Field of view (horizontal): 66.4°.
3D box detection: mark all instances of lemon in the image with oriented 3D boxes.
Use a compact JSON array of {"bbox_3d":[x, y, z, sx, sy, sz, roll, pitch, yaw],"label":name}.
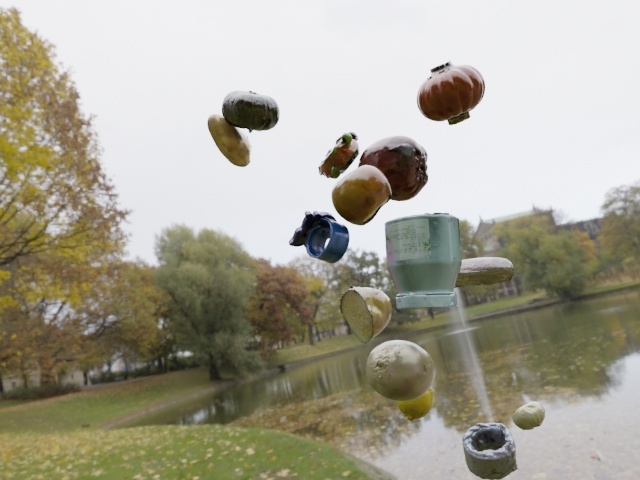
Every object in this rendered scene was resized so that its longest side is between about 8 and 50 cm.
[{"bbox_3d":[0.454,0.764,2.350,0.173,0.206,0.173,23,-30,14],"label":"lemon"}]

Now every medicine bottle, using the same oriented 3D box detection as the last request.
[{"bbox_3d":[0.337,0.076,1.585,0.245,0.290,0.245,-3,-10,-1],"label":"medicine bottle"}]

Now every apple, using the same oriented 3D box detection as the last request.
[{"bbox_3d":[0.162,-0.172,1.912,0.237,0.207,0.237,-38,7,5],"label":"apple"}]

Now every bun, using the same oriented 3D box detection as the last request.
[{"bbox_3d":[0.722,0.609,1.683,0.115,0.069,0.115,-15,-45,-16],"label":"bun"}]

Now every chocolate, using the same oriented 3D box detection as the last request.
[{"bbox_3d":[0.671,0.129,2.116,0.303,0.100,0.185,-8,-23,10],"label":"chocolate"}]

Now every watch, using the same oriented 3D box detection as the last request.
[{"bbox_3d":[0.009,-0.005,1.931,0.171,0.200,0.196,9,-57,-33],"label":"watch"}]

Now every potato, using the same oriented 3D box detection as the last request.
[{"bbox_3d":[-0.357,-0.403,1.960,0.128,0.234,0.161,-36,9,-2],"label":"potato"},{"bbox_3d":[0.276,0.363,2.611,0.237,0.301,0.288,-18,-22,-32],"label":"potato"}]

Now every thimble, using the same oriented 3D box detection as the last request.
[{"bbox_3d":[0.510,0.633,1.474,0.151,0.117,0.127,-14,28,6],"label":"thimble"}]

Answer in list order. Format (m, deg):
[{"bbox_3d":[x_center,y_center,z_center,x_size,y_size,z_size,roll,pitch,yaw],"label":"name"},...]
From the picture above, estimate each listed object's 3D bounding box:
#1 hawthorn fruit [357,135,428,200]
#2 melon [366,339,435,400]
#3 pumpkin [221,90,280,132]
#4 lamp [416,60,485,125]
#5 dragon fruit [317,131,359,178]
[{"bbox_3d":[0.333,-0.336,2.227,0.308,0.325,0.308,-33,-38,-30],"label":"hawthorn fruit"},{"bbox_3d":[0.301,0.486,1.833,0.223,0.223,0.317,-21,-27,33],"label":"melon"},{"bbox_3d":[-0.265,-0.491,1.869,0.224,0.157,0.223,5,17,-2],"label":"pumpkin"},{"bbox_3d":[0.424,-0.481,1.600,0.223,0.196,0.223,-23,13,6],"label":"lamp"},{"bbox_3d":[0.095,-0.415,2.421,0.268,0.130,0.295,-53,6,-29],"label":"dragon fruit"}]
